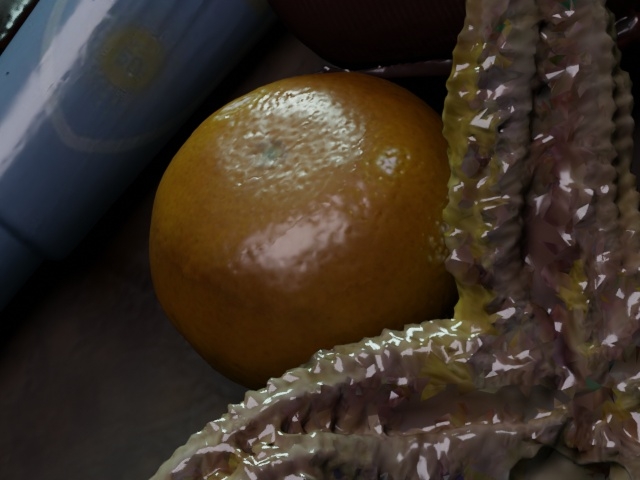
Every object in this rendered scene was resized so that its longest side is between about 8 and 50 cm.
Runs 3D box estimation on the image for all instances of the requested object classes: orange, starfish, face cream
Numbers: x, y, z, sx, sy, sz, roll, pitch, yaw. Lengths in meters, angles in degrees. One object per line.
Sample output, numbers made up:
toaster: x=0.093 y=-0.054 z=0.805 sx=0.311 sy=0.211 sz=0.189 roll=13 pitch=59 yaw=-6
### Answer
orange: x=0.000 y=0.000 z=0.895 sx=0.156 sy=0.124 sz=0.156 roll=-12 pitch=48 yaw=14
starfish: x=0.118 y=0.024 z=0.771 sx=0.398 sy=0.132 sz=0.384 roll=14 pitch=94 yaw=17
face cream: x=-0.106 y=-0.095 z=1.022 sx=0.385 sy=0.135 sz=0.086 roll=-52 pitch=14 yaw=-5

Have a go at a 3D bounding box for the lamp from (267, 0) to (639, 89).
lamp: x=0.066 y=-0.157 z=0.922 sx=0.258 sy=0.180 sz=0.180 roll=-6 pitch=60 yaw=27
